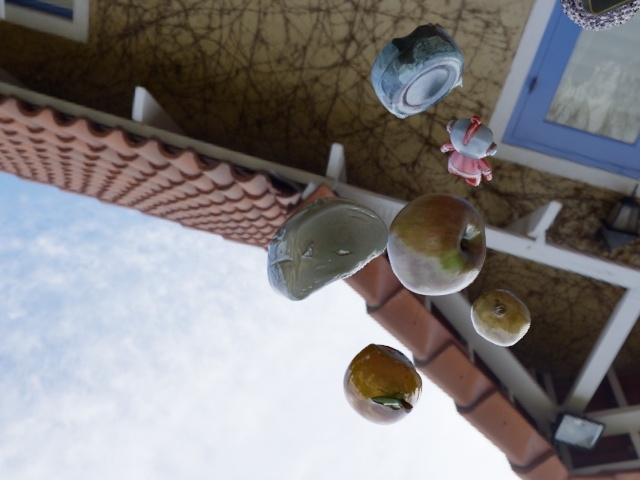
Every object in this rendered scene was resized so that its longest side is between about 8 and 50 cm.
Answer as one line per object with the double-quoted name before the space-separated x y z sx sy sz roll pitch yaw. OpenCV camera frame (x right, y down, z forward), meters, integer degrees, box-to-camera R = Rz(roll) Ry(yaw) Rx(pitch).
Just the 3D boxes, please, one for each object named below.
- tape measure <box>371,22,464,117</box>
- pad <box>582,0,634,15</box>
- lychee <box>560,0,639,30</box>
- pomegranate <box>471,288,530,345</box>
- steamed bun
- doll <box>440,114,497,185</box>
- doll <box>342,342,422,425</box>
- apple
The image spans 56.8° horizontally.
"tape measure" 0.271 -0.476 1.674 0.147 0.256 0.275 61 -174 23
"pad" 0.634 -0.558 1.052 0.063 0.315 0.375 5 165 -43
"lychee" 0.757 -0.686 1.557 0.235 0.271 0.236 2 -106 -9
"pomegranate" 0.571 0.240 1.878 0.196 0.196 0.196 10 -151 -6
"steamed bun" -0.005 -0.001 1.773 0.383 0.236 0.247 -32 -167 -14
"doll" 0.471 -0.293 1.871 0.199 0.336 0.105 37 -103 21
"doll" 0.170 0.383 1.506 0.213 0.214 0.236 3 -166 -18
"apple" 0.433 0.017 2.266 0.333 0.401 0.400 -7 -170 44
